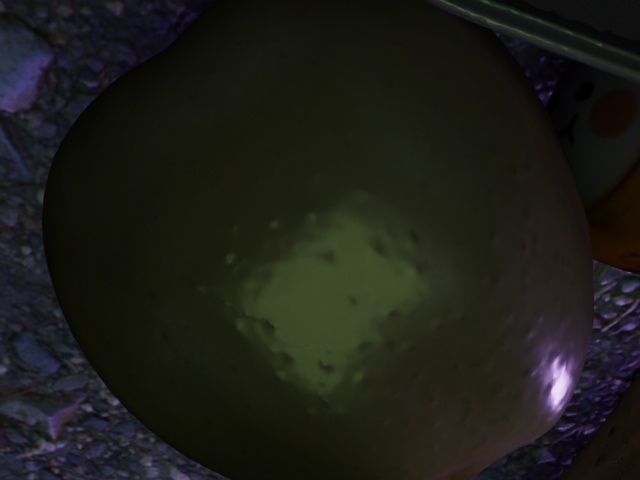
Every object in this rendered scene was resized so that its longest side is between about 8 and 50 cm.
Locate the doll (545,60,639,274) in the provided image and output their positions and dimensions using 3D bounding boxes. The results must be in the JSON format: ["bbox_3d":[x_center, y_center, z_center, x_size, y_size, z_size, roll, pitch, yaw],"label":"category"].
[{"bbox_3d":[0.266,-0.089,0.722,0.213,0.213,0.236,21,81,-15],"label":"doll"}]

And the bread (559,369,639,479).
[{"bbox_3d":[0.364,0.246,0.990,0.248,0.279,0.315,28,156,-14],"label":"bread"}]

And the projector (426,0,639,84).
[{"bbox_3d":[0.159,-0.261,0.547,0.248,0.249,0.248,17,123,-14],"label":"projector"}]

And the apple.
[{"bbox_3d":[0.000,0.000,0.656,0.357,0.357,0.357,0,125,-1],"label":"apple"}]
